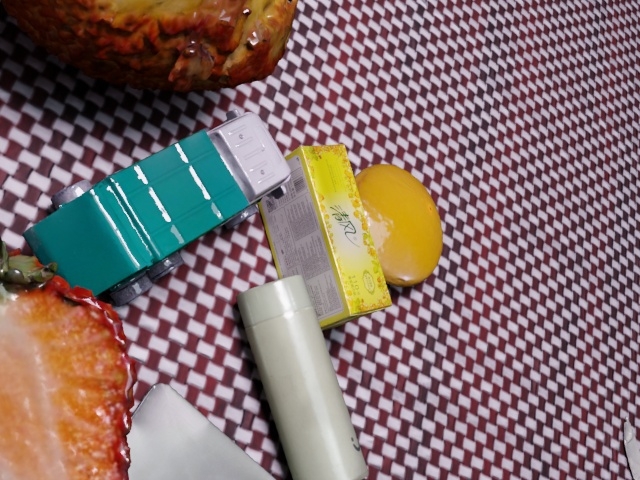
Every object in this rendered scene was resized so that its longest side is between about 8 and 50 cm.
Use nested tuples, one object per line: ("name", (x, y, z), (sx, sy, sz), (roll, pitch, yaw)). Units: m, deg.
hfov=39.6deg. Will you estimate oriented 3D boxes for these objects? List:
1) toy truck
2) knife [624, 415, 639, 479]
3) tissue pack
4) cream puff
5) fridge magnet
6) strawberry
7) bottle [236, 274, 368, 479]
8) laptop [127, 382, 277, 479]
("toy truck", (-0.139, -0.031, 0.800), (0.253, 0.124, 0.114), (-35, 97, -39))
("knife", (0.437, 0.374, 1.145), (0.047, 0.017, 0.297), (-3, 70, -40))
("tissue pack", (0.000, 0.000, 0.907), (0.062, 0.095, 0.176), (-9, 77, -41))
("cream puff", (-0.174, -0.274, 0.796), (0.350, 0.229, 0.350), (43, 30, -33))
("fridge magnet", (0.080, -0.016, 0.997), (0.143, 0.063, 0.143), (14, 66, -34))
("strawberry", (-0.230, 0.119, 0.670), (0.188, 0.106, 0.286), (-21, 91, -13))
("bottle", (-0.019, 0.138, 0.852), (0.072, 0.072, 0.201), (-12, 80, -40))
("laptop", (-0.089, 0.272, 0.767), (0.269, 0.015, 0.187), (45, 43, -14))
